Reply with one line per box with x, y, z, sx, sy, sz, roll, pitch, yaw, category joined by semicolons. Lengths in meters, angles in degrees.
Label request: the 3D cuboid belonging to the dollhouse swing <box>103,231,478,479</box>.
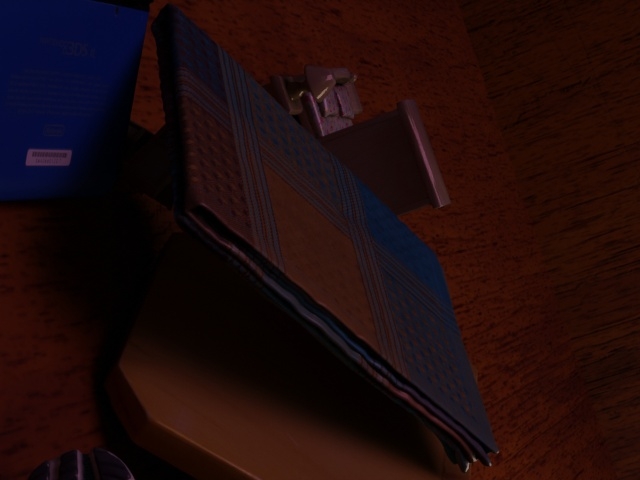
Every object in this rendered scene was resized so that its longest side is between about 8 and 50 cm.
-0.043;0.216;1.448;0.347;0.305;0.315;-77;-175;-61;dollhouse swing

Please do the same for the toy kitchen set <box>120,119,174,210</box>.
-0.152;-0.057;1.436;0.068;0.083;0.075;33;48;7;toy kitchen set

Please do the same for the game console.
-0.256;-0.167;1.263;0.293;0.173;0.250;-7;110;-72;game console

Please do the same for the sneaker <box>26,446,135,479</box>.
-0.136;0.269;1.091;0.110;0.107;0.275;85;-6;-80;sneaker

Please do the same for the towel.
0.000;0.000;1.393;0.370;0.040;0.271;42;22;-34;towel

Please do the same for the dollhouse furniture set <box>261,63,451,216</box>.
0.082;-0.060;1.933;0.355;0.174;0.303;-16;87;-73;dollhouse furniture set
